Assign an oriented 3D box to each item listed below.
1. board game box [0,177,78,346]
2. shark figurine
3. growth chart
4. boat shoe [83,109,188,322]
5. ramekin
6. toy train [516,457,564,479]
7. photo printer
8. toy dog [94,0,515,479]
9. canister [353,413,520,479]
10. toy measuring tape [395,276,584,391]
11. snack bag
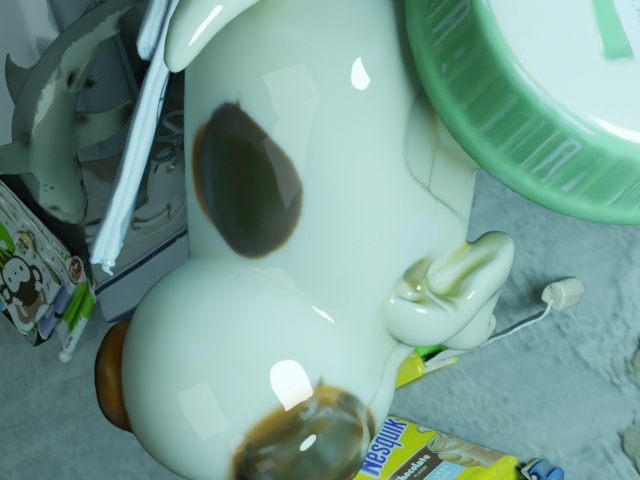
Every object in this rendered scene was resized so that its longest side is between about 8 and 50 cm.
[{"bbox_3d":[-0.364,-0.018,2.136,0.259,0.030,0.136,44,133,15],"label":"board game box"},{"bbox_3d":[-0.230,-0.154,1.773,0.116,0.166,0.278,44,113,38],"label":"shark figurine"},{"bbox_3d":[-0.319,0.020,2.082,0.237,0.021,0.172,41,136,18],"label":"growth chart"},{"bbox_3d":[-0.114,-0.048,1.832,0.367,0.136,0.156,-29,81,54],"label":"boat shoe"},{"bbox_3d":[0.214,-0.169,1.293,0.303,0.303,0.148,56,171,2],"label":"ramekin"},{"bbox_3d":[0.233,0.245,1.737,0.158,0.027,0.036,43,132,16],"label":"toy train"},{"bbox_3d":[-0.320,-0.216,1.903,0.256,0.107,0.307,-6,109,32],"label":"photo printer"},{"bbox_3d":[0.000,0.000,1.486,0.284,0.395,0.408,21,94,24],"label":"toy dog"},{"bbox_3d":[0.078,0.215,1.792,0.170,0.126,0.073,16,123,33],"label":"canister"},{"bbox_3d":[0.072,0.066,1.735,0.330,0.121,0.121,-29,92,35],"label":"toy measuring tape"},{"bbox_3d":[-0.121,-0.174,1.579,0.037,0.323,0.342,16,106,-5],"label":"snack bag"}]
